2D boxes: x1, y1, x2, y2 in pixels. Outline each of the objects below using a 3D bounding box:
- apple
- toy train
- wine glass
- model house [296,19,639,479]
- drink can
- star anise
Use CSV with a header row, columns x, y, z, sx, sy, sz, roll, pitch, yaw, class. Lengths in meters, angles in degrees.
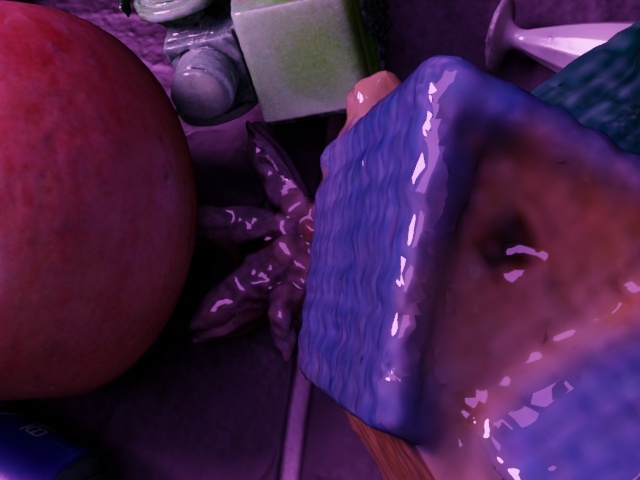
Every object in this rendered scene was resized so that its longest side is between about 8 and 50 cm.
x,y,z,sx,sy,sz,roll,pitch,yaw,class
-0.241,-0.009,0.698,0.345,0.345,0.269,-14,90,10,apple
-0.041,-0.189,0.787,0.188,0.132,0.243,-9,39,10,toy train
0.213,-0.147,0.771,0.155,0.073,0.073,17,77,24,wine glass
0.183,0.012,0.543,0.382,0.334,0.342,-29,92,-8,model house
-0.265,0.182,0.756,0.205,0.118,0.118,20,77,20,drink can
0.000,0.000,0.761,0.236,0.093,0.229,23,79,23,star anise
